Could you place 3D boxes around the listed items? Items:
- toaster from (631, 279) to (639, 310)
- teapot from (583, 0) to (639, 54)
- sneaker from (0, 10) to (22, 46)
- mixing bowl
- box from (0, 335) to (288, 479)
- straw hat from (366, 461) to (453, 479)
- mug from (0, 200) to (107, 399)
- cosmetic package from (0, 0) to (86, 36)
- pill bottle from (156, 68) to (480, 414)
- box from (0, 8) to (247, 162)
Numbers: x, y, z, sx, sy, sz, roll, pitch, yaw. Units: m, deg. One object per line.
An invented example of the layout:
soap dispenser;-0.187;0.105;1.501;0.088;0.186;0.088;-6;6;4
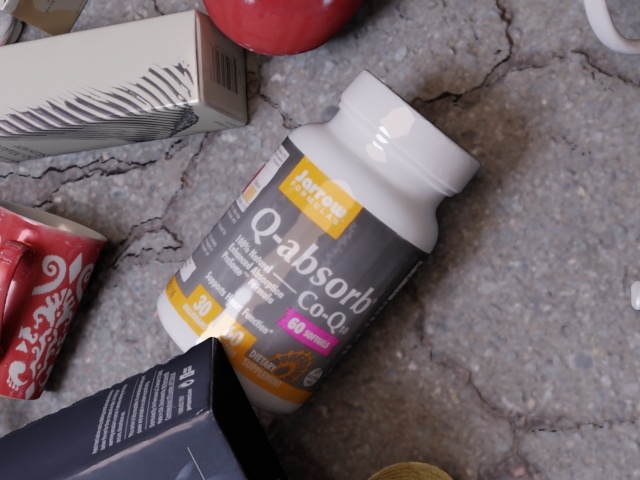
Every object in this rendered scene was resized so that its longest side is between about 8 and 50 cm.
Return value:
toaster;0.356;0.041;1.029;0.227;0.146;0.129;-3;82;21
teapot;0.286;-0.324;1.103;0.256;0.187;0.252;-41;47;38
sneaker;-0.355;-0.282;1.337;0.103;0.111;0.252;8;116;7
mixing bowl;-0.039;-0.233;1.233;0.181;0.181;0.098;36;134;22
box;-0.150;0.307;1.056;0.312;0.179;0.343;-25;104;3
straw hat;0.055;0.254;1.156;0.061;0.144;0.144;9;83;62
mug;-0.296;0.056;1.286;0.113;0.150;0.169;22;95;32
cosmetic package;-0.284;-0.245;1.341;0.041;0.115;0.060;33;96;21
pill bottle;0.000;0.000;1.167;0.162;0.162;0.278;42;98;22
box;-0.216;-0.144;1.302;0.275;0.113;0.094;-8;80;22
